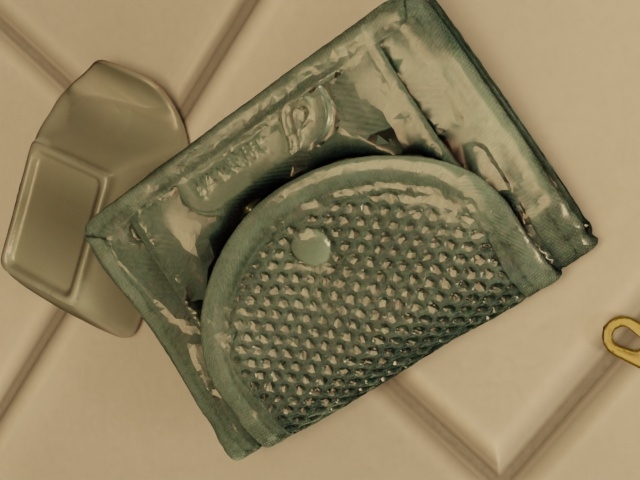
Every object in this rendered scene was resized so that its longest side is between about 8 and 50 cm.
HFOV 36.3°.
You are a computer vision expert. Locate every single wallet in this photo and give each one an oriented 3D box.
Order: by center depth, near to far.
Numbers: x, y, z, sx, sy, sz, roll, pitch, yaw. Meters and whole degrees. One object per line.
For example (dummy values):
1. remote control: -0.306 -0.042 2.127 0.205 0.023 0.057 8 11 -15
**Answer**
1. wallet: 0.000 0.000 0.734 0.342 0.075 0.237 -34 89 20

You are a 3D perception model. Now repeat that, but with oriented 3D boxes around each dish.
1. dish: -0.209 -0.040 0.857 0.154 0.064 0.234 24 102 24

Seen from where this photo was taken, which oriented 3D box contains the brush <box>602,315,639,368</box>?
1. brush: 0.282 0.109 0.651 0.205 0.011 0.083 30 107 23
